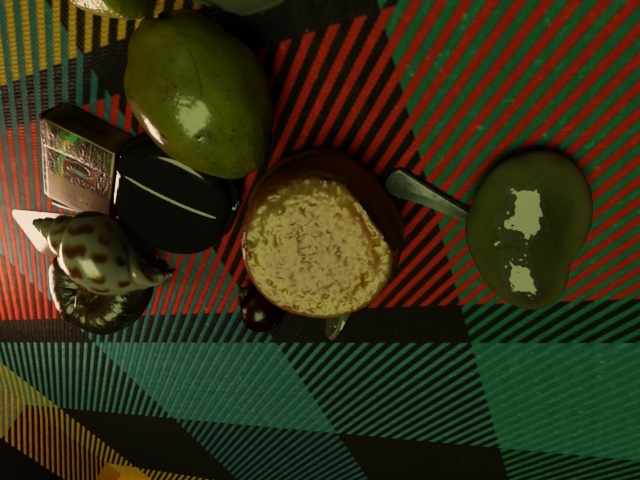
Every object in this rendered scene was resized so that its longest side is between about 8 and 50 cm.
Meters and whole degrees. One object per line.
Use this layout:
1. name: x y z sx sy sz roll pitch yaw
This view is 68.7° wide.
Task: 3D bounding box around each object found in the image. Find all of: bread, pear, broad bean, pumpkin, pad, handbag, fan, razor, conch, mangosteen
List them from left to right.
1. pad: -0.692 -0.008 1.264 0.265 0.002 0.176 6 134 16
2. razor: -0.596 -0.079 1.138 0.134 0.040 0.068 14 136 14
3. conch: -0.475 0.025 1.008 0.148 0.183 0.275 -41 102 -2
4. pumpkin: -0.547 0.115 1.161 0.260 0.189 0.261 3 105 13
5. bread: -0.317 -0.389 0.683 0.114 0.111 0.129 10 131 23
6. handbag: -0.297 -0.087 0.964 0.253 0.093 0.308 24 137 -10
7. pear: -0.177 -0.216 0.722 0.212 0.212 0.269 -14 120 31
8. mangosteen: -0.149 0.156 1.145 0.139 0.140 0.140 11 135 11
9. bread: -0.005 -0.003 0.840 0.311 0.172 0.313 2 107 6
10. fan: 0.247 -0.052 0.855 0.281 0.023 0.057 27 130 -4
11. broad bean: 0.340 -0.020 0.779 0.188 0.121 0.263 7 110 18

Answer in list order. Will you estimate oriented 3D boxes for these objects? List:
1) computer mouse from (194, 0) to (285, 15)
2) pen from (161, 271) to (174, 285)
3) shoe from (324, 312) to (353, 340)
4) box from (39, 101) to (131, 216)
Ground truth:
1. computer mouse: -0.203 -0.448 0.552 0.429 0.146 0.228 42 135 -20
2. pen: -0.465 0.104 1.267 0.197 0.032 0.053 -12 127 32
3. shoe: 0.041 0.161 1.111 0.077 0.074 0.195 32 134 6
4. box: -0.501 -0.155 1.000 0.159 0.071 0.240 28 136 -4
